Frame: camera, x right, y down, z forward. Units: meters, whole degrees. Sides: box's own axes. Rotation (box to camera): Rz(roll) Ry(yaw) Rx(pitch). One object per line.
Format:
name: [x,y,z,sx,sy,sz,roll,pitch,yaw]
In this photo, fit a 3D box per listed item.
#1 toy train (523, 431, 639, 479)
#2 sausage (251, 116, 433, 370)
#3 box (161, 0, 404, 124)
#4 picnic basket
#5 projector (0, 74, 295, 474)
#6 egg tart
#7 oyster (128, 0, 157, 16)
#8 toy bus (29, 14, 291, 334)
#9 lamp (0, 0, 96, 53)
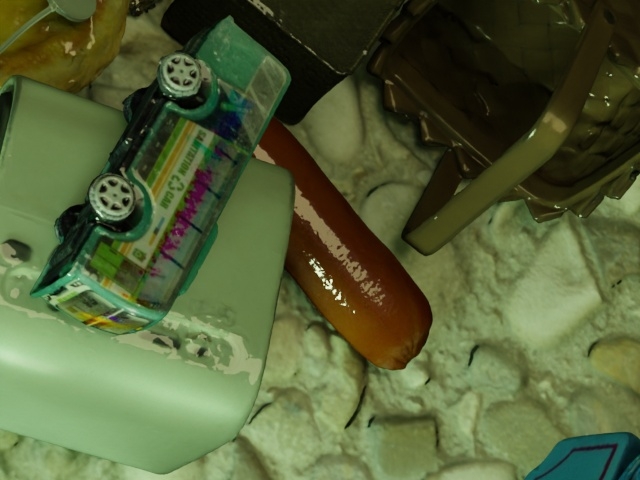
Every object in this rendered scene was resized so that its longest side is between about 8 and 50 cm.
toy train: [0.271,0.321,1.440,0.188,0.265,0.300,44,57,-20]
sausage: [0.000,0.000,1.520,0.300,0.083,0.089,48,47,-6]
box: [-0.005,-0.281,1.582,0.184,0.143,0.273,39,61,-10]
picnic basket: [0.199,-0.146,1.570,0.291,0.254,0.321,38,49,-11]
projector: [-0.190,0.035,1.315,0.249,0.248,0.248,19,65,-20]
egg tart: [-0.329,-0.240,1.415,0.319,0.128,0.318,10,67,-25]
oyster: [-0.183,-0.273,1.544,0.103,0.051,0.148,31,72,-6]
toy bus: [-0.117,-0.050,1.187,0.109,0.091,0.261,36,61,-19]
lamp: [-0.259,-0.168,1.336,0.050,0.056,0.198,46,43,-6]
